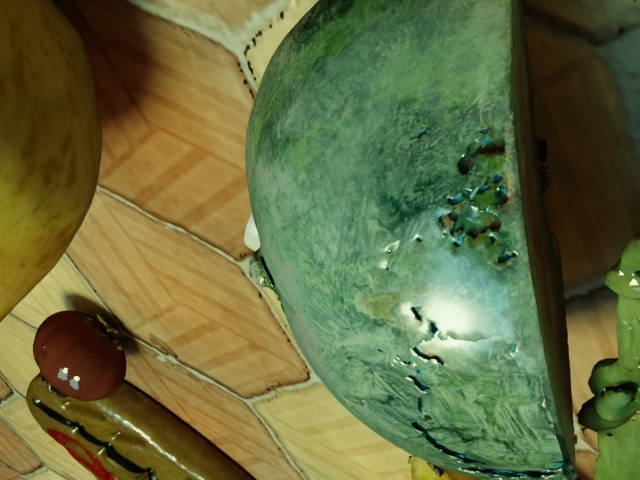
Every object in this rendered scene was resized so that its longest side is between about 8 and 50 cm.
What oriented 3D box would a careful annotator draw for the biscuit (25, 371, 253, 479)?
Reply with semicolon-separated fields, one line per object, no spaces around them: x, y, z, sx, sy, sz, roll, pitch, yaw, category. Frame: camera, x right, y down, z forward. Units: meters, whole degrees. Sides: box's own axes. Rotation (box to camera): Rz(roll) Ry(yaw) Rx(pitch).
-0.200;0.283;1.405;0.367;0.063;0.314;39;149;-7;biscuit

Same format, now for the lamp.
-0.240;0.115;1.175;0.101;0.090;0.101;44;-175;-5;lamp

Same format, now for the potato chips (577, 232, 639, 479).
0.297;0.114;0.514;0.373;0.097;0.389;3;147;18;potato chips

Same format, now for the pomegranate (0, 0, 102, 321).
-0.307;-0.078;0.766;0.342;0.342;0.342;26;149;17;pomegranate

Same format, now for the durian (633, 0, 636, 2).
0.019;-0.207;0.388;0.355;0.157;0.169;41;-164;22;durian

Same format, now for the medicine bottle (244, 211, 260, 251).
0.000;0.000;0.791;0.089;0.057;0.057;28;150;12;medicine bottle

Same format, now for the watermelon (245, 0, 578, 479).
0.037;0.022;0.617;0.175;0.188;0.322;-6;134;15;watermelon

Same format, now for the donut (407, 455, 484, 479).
0.131;0.227;0.916;0.181;0.078;0.146;-128;21;-57;donut
